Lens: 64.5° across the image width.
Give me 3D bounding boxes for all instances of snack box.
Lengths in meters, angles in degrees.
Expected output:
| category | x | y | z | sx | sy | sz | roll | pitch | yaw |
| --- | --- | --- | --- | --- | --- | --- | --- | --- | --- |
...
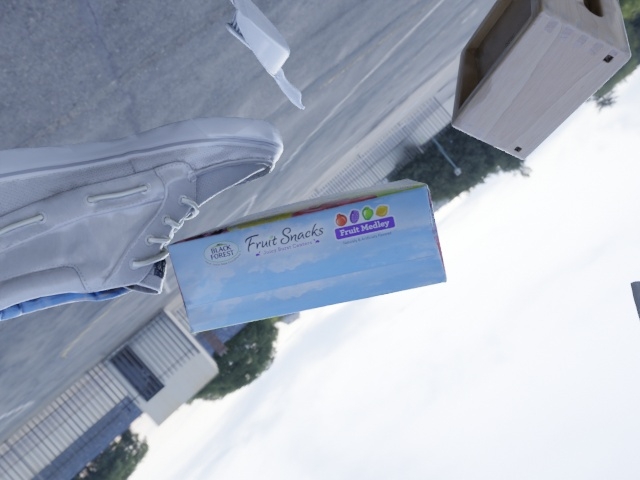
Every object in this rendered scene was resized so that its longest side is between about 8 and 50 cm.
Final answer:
| category | x | y | z | sx | sy | sz | roll | pitch | yaw |
| --- | --- | --- | --- | --- | --- | --- | --- | --- | --- |
| snack box | 0.000 | 0.000 | 0.420 | 0.175 | 0.070 | 0.207 | -12 | -175 | 7 |

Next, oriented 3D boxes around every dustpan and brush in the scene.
| category | x | y | z | sx | sy | sz | roll | pitch | yaw |
| --- | --- | --- | --- | --- | --- | --- | --- | --- | --- |
| dustpan and brush | -0.077 | -0.275 | 0.748 | 0.060 | 0.211 | 0.147 | -40 | -138 | 19 |

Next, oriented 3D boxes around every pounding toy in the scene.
| category | x | y | z | sx | sy | sz | roll | pitch | yaw |
| --- | --- | --- | --- | --- | --- | --- | --- | --- | --- |
| pounding toy | 0.218 | -0.210 | 0.451 | 0.206 | 0.094 | 0.181 | 124 | -14 | -53 |

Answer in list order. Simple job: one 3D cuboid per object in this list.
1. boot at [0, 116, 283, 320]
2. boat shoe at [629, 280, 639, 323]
| category | x | y | z | sx | sy | sz | roll | pitch | yaw |
| --- | --- | --- | --- | --- | --- | --- | --- | --- | --- |
| boot | -0.138 | -0.016 | 0.406 | 0.259 | 0.123 | 0.095 | -15 | 168 | -21 |
| boat shoe | 0.423 | 0.100 | 0.635 | 0.040 | 0.049 | 0.142 | -15 | -146 | 30 |
